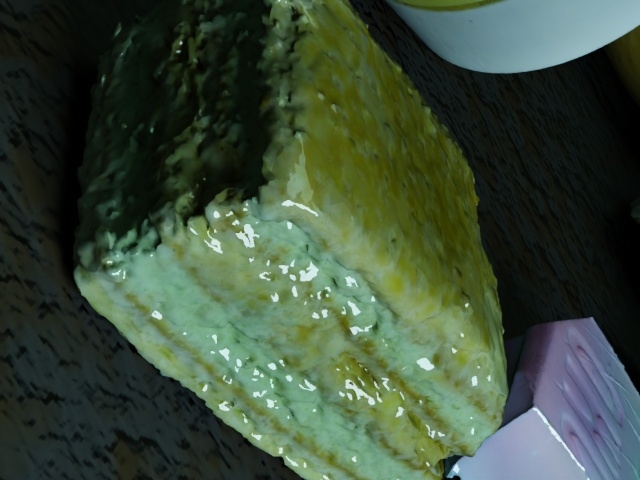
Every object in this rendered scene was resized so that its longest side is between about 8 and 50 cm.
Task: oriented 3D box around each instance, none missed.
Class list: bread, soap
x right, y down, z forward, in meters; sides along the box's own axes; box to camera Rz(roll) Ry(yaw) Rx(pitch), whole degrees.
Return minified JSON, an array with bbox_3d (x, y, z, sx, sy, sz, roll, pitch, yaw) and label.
[{"bbox_3d":[0.000,0.000,0.734,0.196,0.102,0.138,47,31,-38],"label":"bread"},{"bbox_3d":[0.110,0.092,0.934,0.100,0.056,0.149,57,24,-12],"label":"soap"}]

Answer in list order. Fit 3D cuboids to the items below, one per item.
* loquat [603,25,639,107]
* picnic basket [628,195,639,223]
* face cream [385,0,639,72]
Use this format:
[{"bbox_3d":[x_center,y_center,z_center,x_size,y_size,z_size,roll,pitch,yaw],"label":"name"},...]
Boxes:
[{"bbox_3d":[0.331,-0.187,1.437,0.263,0.263,0.263,47,28,-36],"label":"loquat"},{"bbox_3d":[0.310,0.035,1.296,0.196,0.154,0.134,66,26,-6],"label":"picnic basket"},{"bbox_3d":[0.088,-0.225,1.000,0.179,0.218,0.218,43,31,-40],"label":"face cream"}]
